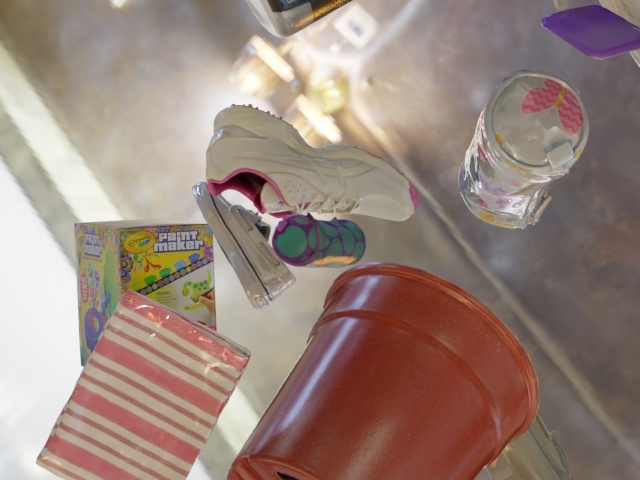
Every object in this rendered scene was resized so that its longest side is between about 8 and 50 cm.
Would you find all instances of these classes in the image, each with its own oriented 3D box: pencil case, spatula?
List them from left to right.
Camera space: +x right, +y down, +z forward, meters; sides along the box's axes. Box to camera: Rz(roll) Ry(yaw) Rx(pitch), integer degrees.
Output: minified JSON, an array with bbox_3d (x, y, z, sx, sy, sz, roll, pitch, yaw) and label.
[{"bbox_3d":[0.000,0.000,1.514,0.070,0.064,0.151,56,-162,16],"label":"pencil case"},{"bbox_3d":[0.228,-0.097,1.417,0.273,0.113,0.124,88,169,-76],"label":"pencil case"},{"bbox_3d":[0.220,-0.276,1.241,0.084,0.030,0.296,-17,-124,-24],"label":"spatula"}]

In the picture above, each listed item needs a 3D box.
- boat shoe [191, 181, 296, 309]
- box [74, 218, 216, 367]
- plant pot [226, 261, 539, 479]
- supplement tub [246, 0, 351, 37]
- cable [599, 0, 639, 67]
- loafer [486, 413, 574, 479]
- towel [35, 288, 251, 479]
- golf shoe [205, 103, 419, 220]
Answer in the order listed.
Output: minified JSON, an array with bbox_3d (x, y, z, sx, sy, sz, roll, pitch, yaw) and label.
[{"bbox_3d":[-0.103,-0.003,1.702,0.226,0.075,0.083,59,175,30],"label":"boat shoe"},{"bbox_3d":[-0.320,0.105,2.234,0.177,0.279,0.290,-3,-177,-26],"label":"box"},{"bbox_3d":[0.052,0.209,1.303,0.272,0.272,0.265,44,-128,-4],"label":"plant pot"},{"bbox_3d":[0.036,-0.398,1.476,0.194,0.316,0.193,59,176,8],"label":"supplement tub"},{"bbox_3d":[0.345,-0.244,1.245,0.257,0.089,0.257,60,-173,-3],"label":"cable"},{"bbox_3d":[0.260,0.271,1.499,0.111,0.112,0.319,-27,-98,-35],"label":"loafer"},{"bbox_3d":[-0.172,0.164,1.205,0.144,0.197,0.029,28,174,-7],"label":"towel"},{"bbox_3d":[-0.017,-0.073,1.690,0.306,0.115,0.140,20,-122,-3],"label":"golf shoe"}]
